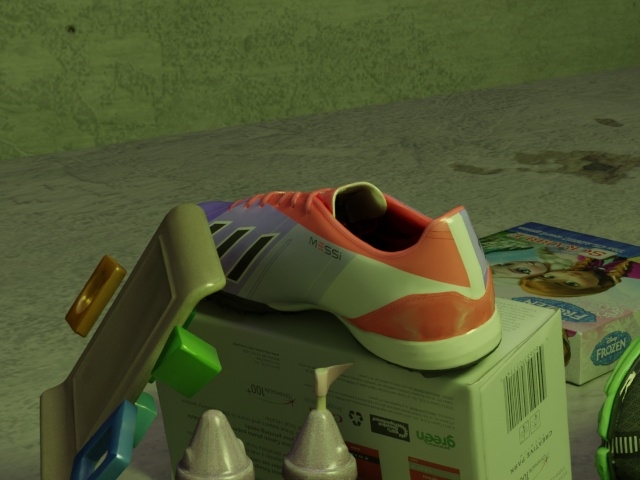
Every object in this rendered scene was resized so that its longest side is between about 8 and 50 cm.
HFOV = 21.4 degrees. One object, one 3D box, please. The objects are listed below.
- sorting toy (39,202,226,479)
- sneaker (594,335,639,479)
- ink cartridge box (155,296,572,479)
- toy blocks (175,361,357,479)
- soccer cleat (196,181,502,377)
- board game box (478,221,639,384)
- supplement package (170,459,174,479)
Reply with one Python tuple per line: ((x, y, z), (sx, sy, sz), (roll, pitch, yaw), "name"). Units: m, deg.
((-0.130, 0.080, 1.219), (0.047, 0.196, 0.348), (33, 11, -19), "sorting toy")
((0.473, 0.145, 1.566), (0.482, 0.185, 0.202), (-9, 14, -20), "sneaker")
((0.032, 0.170, 1.328), (0.309, 0.272, 0.130), (12, 31, 35), "ink cartridge box")
((-0.094, 0.234, 1.160), (0.288, 0.260, 0.309), (-16, 22, -38), "toy blocks")
((0.000, 0.000, 1.236), (0.108, 0.116, 0.318), (-28, 31, -35), "soccer cleat")
((0.281, 0.066, 2.046), (0.318, 0.066, 0.318), (14, 23, 42), "board game box")
((-0.011, 0.157, 1.631), (0.244, 0.139, 0.134), (2, 15, 14), "supplement package")
